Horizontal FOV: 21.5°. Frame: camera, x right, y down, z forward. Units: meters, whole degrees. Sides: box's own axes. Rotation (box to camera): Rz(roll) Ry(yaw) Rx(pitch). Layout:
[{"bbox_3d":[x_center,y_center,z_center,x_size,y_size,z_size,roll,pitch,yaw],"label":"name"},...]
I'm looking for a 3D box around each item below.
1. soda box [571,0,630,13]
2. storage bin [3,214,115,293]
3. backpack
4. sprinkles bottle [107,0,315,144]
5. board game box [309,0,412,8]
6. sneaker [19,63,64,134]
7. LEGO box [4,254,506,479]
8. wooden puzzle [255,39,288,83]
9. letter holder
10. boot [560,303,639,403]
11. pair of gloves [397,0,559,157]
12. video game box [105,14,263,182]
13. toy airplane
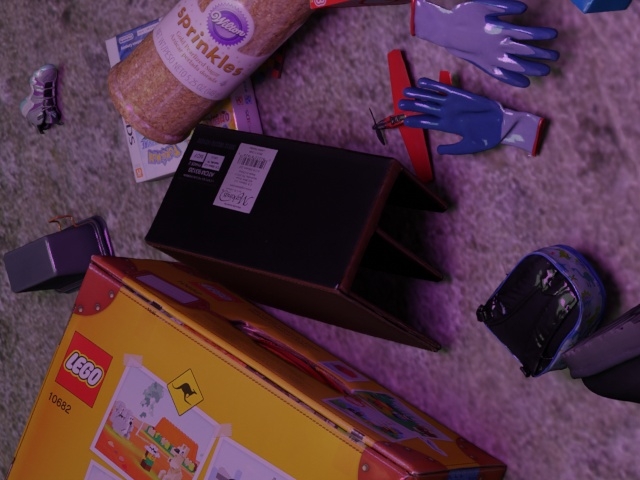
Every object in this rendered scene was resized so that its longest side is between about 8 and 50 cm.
[{"bbox_3d":[0.293,-0.312,1.546,0.067,0.071,0.210,48,127,26],"label":"soda box"},{"bbox_3d":[-0.351,0.020,2.220,0.135,0.091,0.098,-20,84,43],"label":"storage bin"},{"bbox_3d":[0.230,0.063,1.672,0.105,0.084,0.114,51,132,25],"label":"backpack"},{"bbox_3d":[-0.086,-0.253,1.853,0.355,0.121,0.121,-41,70,31],"label":"sprinkles bottle"},{"bbox_3d":[0.104,-0.271,1.684,0.193,0.147,0.045,-6,94,45],"label":"board game box"},{"bbox_3d":[-0.359,-0.182,2.228,0.069,0.038,0.098,53,139,21],"label":"sneaker"},{"bbox_3d":[-0.102,0.291,1.892,0.500,0.193,0.372,31,104,33],"label":"LEGO box"},{"bbox_3d":[-0.060,-0.219,1.950,0.049,0.006,0.083,30,118,36],"label":"wooden puzzle"},{"bbox_3d":[0.000,0.000,1.857,0.302,0.214,0.152,13,75,43],"label":"letter holder"},{"bbox_3d":[0.419,0.236,1.468,0.445,0.146,0.367,58,160,3],"label":"boot"},{"bbox_3d":[0.156,-0.162,1.689,0.159,0.023,0.198,17,132,17],"label":"pair of gloves"},{"bbox_3d":[-0.166,-0.179,2.034,0.205,0.048,0.187,-14,90,44],"label":"video game box"},{"bbox_3d":[0.108,-0.134,1.790,0.151,0.028,0.151,12,108,42],"label":"toy airplane"}]
